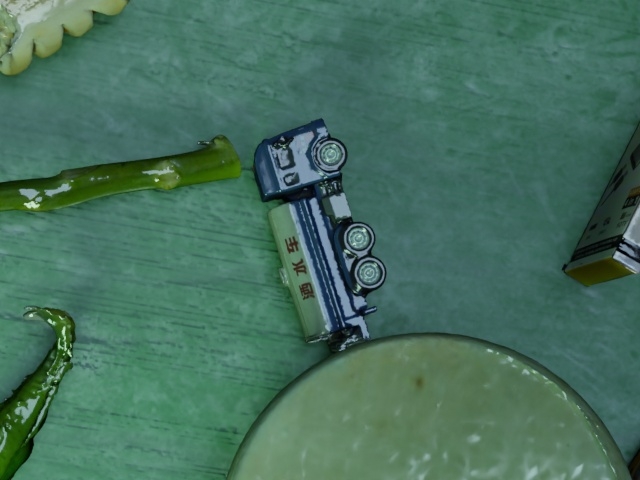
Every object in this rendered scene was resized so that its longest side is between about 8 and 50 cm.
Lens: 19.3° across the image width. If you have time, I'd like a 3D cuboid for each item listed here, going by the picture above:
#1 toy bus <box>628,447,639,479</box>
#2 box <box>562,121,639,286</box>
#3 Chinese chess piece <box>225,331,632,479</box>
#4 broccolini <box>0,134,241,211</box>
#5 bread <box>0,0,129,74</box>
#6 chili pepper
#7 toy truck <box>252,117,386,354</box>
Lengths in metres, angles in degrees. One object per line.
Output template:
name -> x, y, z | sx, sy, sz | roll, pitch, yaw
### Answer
toy bus -> 0.436, 0.309, 1.644 | 0.171, 0.162, 0.386 | -42, 92, -12
box -> 0.301, -0.076, 1.684 | 0.033, 0.129, 0.247 | 30, 77, -7
Chinese chess piece -> 0.088, 0.250, 1.544 | 0.349, 0.146, 0.349 | -2, 72, 5
broccolini -> -0.264, -0.050, 1.612 | 0.392, 0.079, 0.074 | -10, 74, -20
bread -> -0.243, -0.219, 1.614 | 0.177, 0.084, 0.119 | -29, 91, -14
chili pepper -> -0.309, 0.212, 1.544 | 0.085, 0.076, 0.359 | 38, 73, -23
toy truck -> 0.000, 0.000, 1.647 | 0.088, 0.074, 0.202 | -17, 87, -4
